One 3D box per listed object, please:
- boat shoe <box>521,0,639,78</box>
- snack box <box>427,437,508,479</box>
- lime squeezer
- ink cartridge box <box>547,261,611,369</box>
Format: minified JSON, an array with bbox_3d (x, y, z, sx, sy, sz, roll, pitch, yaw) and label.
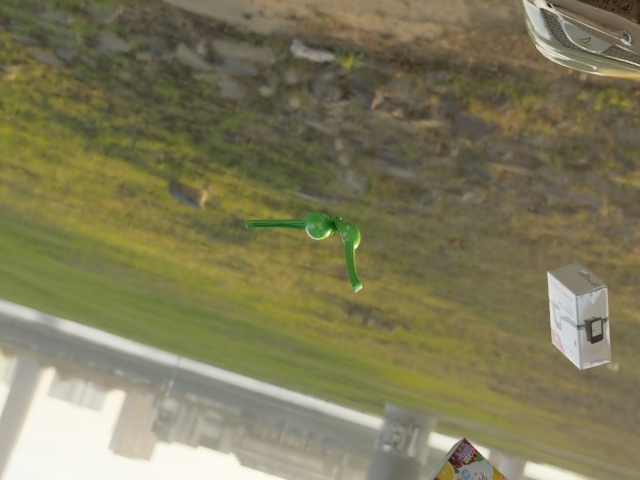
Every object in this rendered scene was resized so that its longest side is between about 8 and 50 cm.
[{"bbox_3d":[0.310,-0.168,0.749,0.341,0.121,0.110,11,169,25],"label":"boat shoe"},{"bbox_3d":[0.220,0.394,1.575,0.100,0.141,0.037,45,141,2],"label":"snack box"},{"bbox_3d":[0.000,0.000,1.760,0.310,0.110,0.059,29,163,43],"label":"lime squeezer"},{"bbox_3d":[0.446,0.128,1.735,0.063,0.150,0.109,-15,-156,-10],"label":"ink cartridge box"}]
